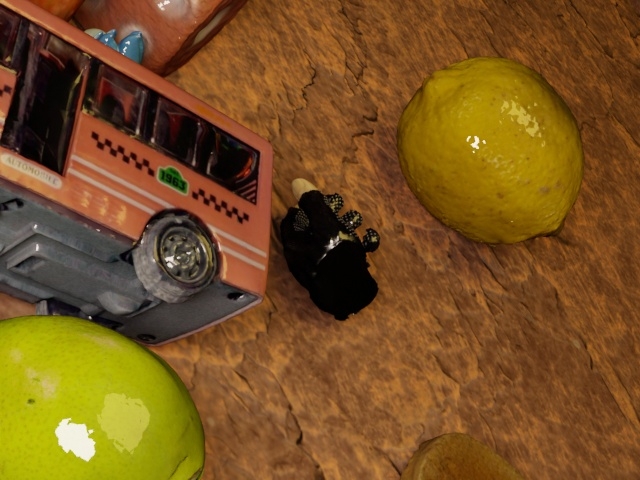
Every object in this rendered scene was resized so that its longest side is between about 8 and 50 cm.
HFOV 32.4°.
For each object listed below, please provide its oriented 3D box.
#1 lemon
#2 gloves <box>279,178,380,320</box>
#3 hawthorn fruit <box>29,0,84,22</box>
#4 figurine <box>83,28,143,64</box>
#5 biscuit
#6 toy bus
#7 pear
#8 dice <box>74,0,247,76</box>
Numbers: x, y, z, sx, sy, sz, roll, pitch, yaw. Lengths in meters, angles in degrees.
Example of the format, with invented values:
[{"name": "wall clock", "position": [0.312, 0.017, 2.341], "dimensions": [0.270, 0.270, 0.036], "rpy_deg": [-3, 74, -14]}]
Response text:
[{"name": "lemon", "position": [0.248, -0.124, 1.582], "dimensions": [0.310, 0.253, 0.253], "rpy_deg": [45, 35, -18]}, {"name": "gloves", "position": [0.000, 0.003, 1.336], "dimensions": [0.129, 0.106, 0.181], "rpy_deg": [33, 11, -30]}, {"name": "hawthorn fruit", "position": [-0.351, -0.336, 1.070], "dimensions": [0.276, 0.276, 0.307], "rpy_deg": [22, 29, -38]}, {"name": "figurine", "position": [-0.235, -0.202, 1.207], "dimensions": [0.114, 0.114, 0.079], "rpy_deg": [-8, 71, -52]}, {"name": "biscuit", "position": [0.206, 0.389, 1.254], "dimensions": [0.344, 0.057, 0.287], "rpy_deg": [47, 34, -11]}, {"name": "toy bus", "position": [-0.250, -0.070, 0.951], "dimensions": [0.427, 0.203, 0.233], "rpy_deg": [28, 54, -33]}, {"name": "pear", "position": [-0.198, 0.147, 0.889], "dimensions": [0.219, 0.187, 0.187], "rpy_deg": [42, 31, 16]}, {"name": "dice", "position": [-0.189, -0.314, 1.307], "dimensions": [0.179, 0.174, 0.175], "rpy_deg": [44, 36, -6]}]
